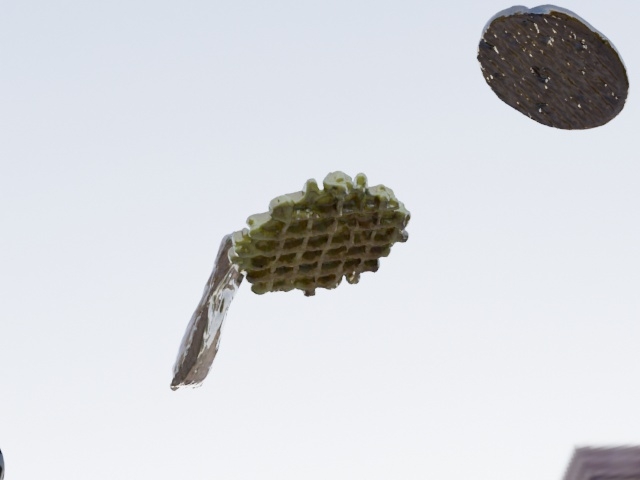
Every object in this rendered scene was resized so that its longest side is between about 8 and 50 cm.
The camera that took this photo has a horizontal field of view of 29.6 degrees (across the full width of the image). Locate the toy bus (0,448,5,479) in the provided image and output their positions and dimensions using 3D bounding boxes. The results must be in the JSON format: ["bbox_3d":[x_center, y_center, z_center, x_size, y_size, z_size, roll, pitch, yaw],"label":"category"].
[{"bbox_3d":[-0.334,0.101,0.921,0.092,0.409,0.093,-28,-10,21],"label":"toy bus"}]

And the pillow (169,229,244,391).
[{"bbox_3d":[-0.130,0.087,1.487,0.034,0.211,0.135,21,-1,15],"label":"pillow"}]

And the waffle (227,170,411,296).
[{"bbox_3d":[0.001,-0.003,1.228,0.191,0.038,0.191,-13,-34,-9],"label":"waffle"}]

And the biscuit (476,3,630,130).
[{"bbox_3d":[0.303,-0.224,1.573,0.212,0.036,0.212,23,-30,14],"label":"biscuit"}]
